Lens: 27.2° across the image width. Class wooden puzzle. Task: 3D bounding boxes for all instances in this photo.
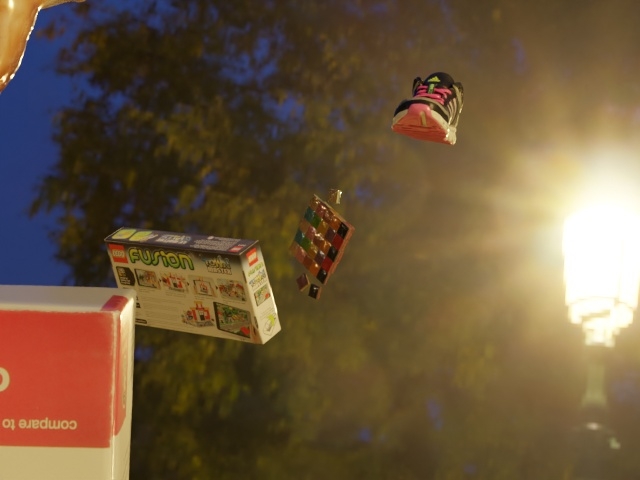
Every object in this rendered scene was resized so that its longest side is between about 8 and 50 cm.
[{"bbox_3d":[0.000,0.000,0.987,0.006,0.049,0.083,6,-62,-42],"label":"wooden puzzle"}]

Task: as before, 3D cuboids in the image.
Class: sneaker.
[{"bbox_3d":[0.119,-0.149,1.435,0.063,0.075,0.170,8,1,15],"label":"sneaker"}]

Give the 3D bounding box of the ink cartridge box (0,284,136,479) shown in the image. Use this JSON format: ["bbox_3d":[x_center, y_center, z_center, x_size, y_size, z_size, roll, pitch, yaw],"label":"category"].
[{"bbox_3d":[-0.224,0.230,0.973,0.160,0.385,0.279,2,0,-7],"label":"ink cartridge box"}]

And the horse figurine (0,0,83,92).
[{"bbox_3d":[-0.234,-0.209,0.995,0.174,0.263,0.066,32,-42,18],"label":"horse figurine"}]

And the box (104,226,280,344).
[{"bbox_3d":[-0.147,0.049,1.494,0.207,0.036,0.114,6,-60,36],"label":"box"}]
